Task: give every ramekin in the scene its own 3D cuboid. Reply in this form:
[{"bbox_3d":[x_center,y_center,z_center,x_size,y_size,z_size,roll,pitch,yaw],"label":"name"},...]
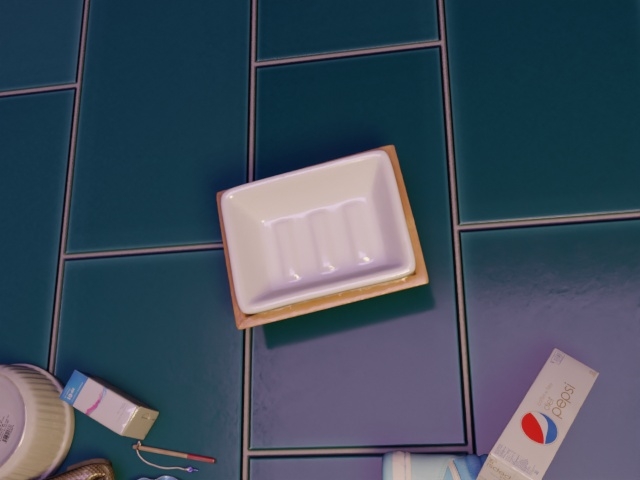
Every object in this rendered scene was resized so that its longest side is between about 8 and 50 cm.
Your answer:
[{"bbox_3d":[-0.500,0.287,1.229,0.207,0.109,0.207,-4,71,11],"label":"ramekin"}]

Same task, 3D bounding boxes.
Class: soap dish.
[{"bbox_3d":[0.000,0.000,1.213,0.291,0.118,0.228,-15,69,7],"label":"soap dish"}]

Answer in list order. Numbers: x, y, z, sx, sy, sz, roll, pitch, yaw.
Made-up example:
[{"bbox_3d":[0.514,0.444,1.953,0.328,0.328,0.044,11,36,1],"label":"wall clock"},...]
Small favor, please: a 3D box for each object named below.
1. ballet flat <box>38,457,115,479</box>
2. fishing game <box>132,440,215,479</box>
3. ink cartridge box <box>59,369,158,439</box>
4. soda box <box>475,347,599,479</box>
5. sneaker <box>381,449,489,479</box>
[{"bbox_3d":[-0.424,0.396,1.190,0.250,0.084,0.058,-20,54,2],"label":"ballet flat"},{"bbox_3d":[-0.252,0.436,1.164,0.189,0.041,0.263,7,71,15],"label":"fishing game"},{"bbox_3d":[-0.321,0.252,1.213,0.123,0.088,0.052,24,78,18],"label":"ink cartridge box"},{"bbox_3d":[0.287,0.242,1.042,0.069,0.073,0.216,31,47,20],"label":"soda box"},{"bbox_3d":[0.195,0.428,1.030,0.208,0.127,0.318,-7,78,4],"label":"sneaker"}]
